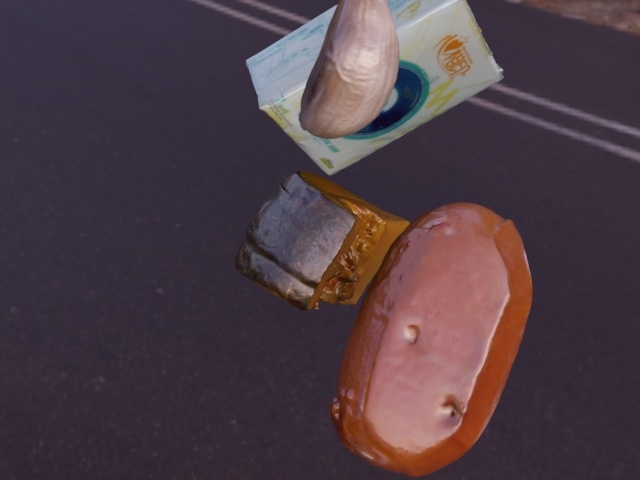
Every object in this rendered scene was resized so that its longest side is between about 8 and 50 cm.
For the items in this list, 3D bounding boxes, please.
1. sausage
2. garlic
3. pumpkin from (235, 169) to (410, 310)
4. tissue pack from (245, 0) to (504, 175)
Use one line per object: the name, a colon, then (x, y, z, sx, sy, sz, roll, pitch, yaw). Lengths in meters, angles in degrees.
sausage: (0.109, 0.089, 0.855, 0.153, 0.268, 0.141, 22, -5, 9)
garlic: (0.029, -0.174, 0.993, 0.087, 0.195, 0.101, 7, 47, -18)
pumpkin: (-0.001, -0.001, 1.008, 0.126, 0.131, 0.248, 26, 3, 19)
tissue pack: (0.104, -0.307, 1.624, 0.388, 0.287, 0.162, -28, 59, 14)
